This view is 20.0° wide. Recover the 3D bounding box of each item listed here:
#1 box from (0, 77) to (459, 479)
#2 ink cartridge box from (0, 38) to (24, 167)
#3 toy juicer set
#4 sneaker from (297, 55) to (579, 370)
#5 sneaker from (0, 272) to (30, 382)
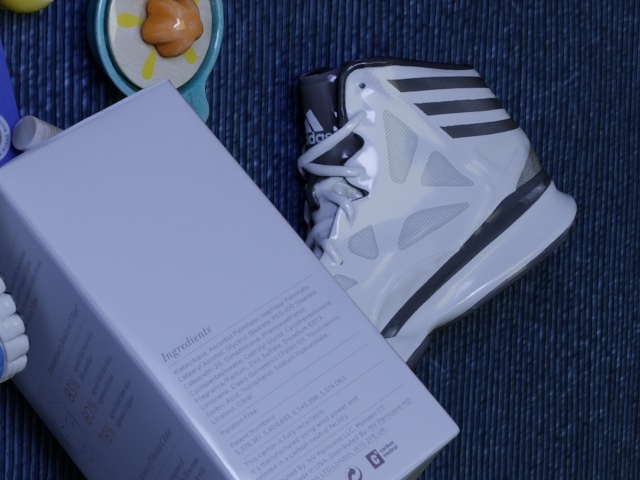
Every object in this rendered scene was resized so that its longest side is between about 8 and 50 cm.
[{"bbox_3d":[-0.096,0.092,1.351,0.168,0.215,0.345,-33,76,-31],"label":"box"},{"bbox_3d":[-0.365,-0.124,1.312,0.330,0.071,0.324,-22,109,-32],"label":"ink cartridge box"},{"bbox_3d":[-0.159,-0.171,1.436,0.209,0.089,0.329,-5,101,-46],"label":"toy juicer set"},{"bbox_3d":[0.000,0.000,1.584,0.447,0.169,0.257,-39,101,-25],"label":"sneaker"},{"bbox_3d":[-0.322,-0.009,1.239,0.147,0.130,0.330,-37,119,-30],"label":"sneaker"}]
